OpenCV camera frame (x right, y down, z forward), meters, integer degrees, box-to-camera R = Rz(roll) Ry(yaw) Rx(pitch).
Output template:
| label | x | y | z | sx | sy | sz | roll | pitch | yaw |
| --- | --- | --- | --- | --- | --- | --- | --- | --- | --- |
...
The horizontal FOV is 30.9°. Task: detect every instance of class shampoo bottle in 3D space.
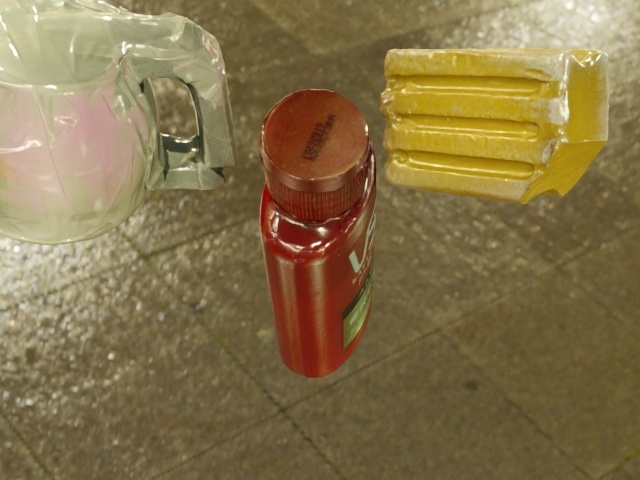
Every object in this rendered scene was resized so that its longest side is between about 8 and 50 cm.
| label | x | y | z | sx | sy | sz | roll | pitch | yaw |
| --- | --- | --- | --- | --- | --- | --- | --- | --- | --- |
| shampoo bottle | 0.001 | 0.000 | 0.870 | 0.076 | 0.314 | 0.118 | 23 | 66 | 12 |

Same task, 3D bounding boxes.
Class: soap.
| label | x | y | z | sx | sy | sz | roll | pitch | yaw |
| --- | --- | --- | --- | --- | --- | --- | --- | --- | --- |
| soap | 0.160 | -0.113 | 1.104 | 0.073 | 0.140 | 0.232 | -13 | 15 | -38 |

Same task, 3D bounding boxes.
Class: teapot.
| label | x | y | z | sx | sy | sz | roll | pitch | yaw |
| --- | --- | --- | --- | --- | --- | --- | --- | --- | --- |
| teapot | -0.182 | -0.094 | 0.896 | 0.222 | 0.178 | 0.163 | 20 | 50 | 5 |
